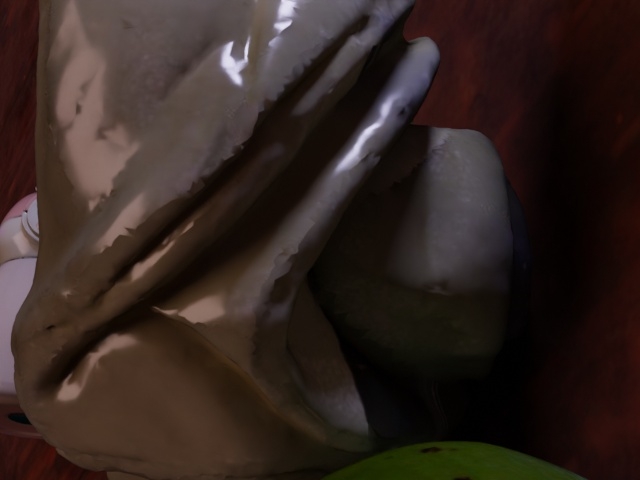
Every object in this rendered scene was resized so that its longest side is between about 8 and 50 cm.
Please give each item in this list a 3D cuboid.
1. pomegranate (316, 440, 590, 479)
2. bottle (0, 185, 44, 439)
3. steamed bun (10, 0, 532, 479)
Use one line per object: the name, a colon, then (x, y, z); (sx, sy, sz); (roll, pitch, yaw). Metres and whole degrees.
pomegranate: (0.080, 0.230, 0.606); (0.302, 0.236, 0.236); (49, 126, 40)
bottle: (-0.258, 0.058, 1.329); (0.147, 0.147, 0.236); (-31, 48, 55)
steamed bun: (0.000, 0.000, 0.778); (0.394, 0.237, 0.346); (82, -159, -44)
